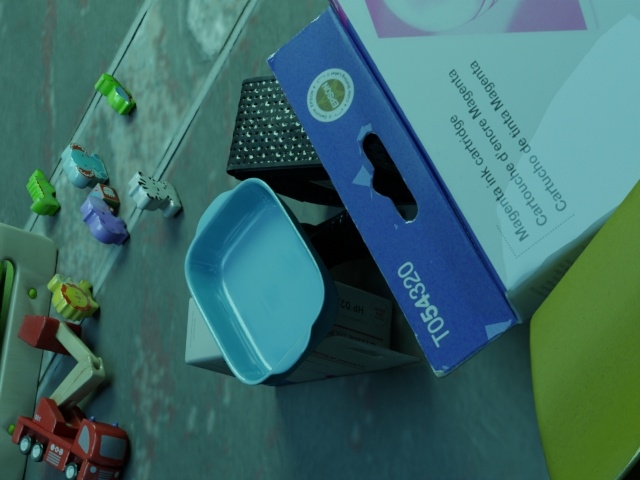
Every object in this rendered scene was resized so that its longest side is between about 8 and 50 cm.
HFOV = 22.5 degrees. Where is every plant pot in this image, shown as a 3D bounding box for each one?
[{"bbox_3d":[0.250,0.075,0.984,0.212,0.212,0.187,-55,32,18],"label":"plant pot"}]

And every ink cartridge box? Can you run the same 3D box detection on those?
[{"bbox_3d":[-0.014,0.074,1.328,0.181,0.104,0.061,-13,67,43],"label":"ink cartridge box"},{"bbox_3d":[0.128,-0.125,1.141,0.330,0.071,0.324,-38,59,17],"label":"ink cartridge box"}]

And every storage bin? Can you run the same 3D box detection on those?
[{"bbox_3d":[0.022,-0.083,1.331,0.180,0.122,0.084,-2,75,47],"label":"storage bin"}]

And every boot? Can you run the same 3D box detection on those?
[{"bbox_3d":[0.001,0.000,1.373,0.121,0.045,0.099,-28,12,-11],"label":"boot"}]

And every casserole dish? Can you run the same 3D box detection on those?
[{"bbox_3d":[-0.044,0.034,1.268,0.114,0.037,0.188,-50,45,19],"label":"casserole dish"}]

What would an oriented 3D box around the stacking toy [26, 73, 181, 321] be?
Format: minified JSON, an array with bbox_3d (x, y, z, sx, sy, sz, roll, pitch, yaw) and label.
[{"bbox_3d":[-0.237,-0.049,1.651,0.167,0.052,0.221,-48,46,24],"label":"stacking toy"}]

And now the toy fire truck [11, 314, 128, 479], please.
[{"bbox_3d":[-0.248,0.157,1.594,0.192,0.047,0.135,18,88,48],"label":"toy fire truck"}]

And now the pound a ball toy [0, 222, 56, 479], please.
[{"bbox_3d":[-0.412,0.146,1.708,0.208,0.136,0.319,-6,72,46],"label":"pound a ball toy"}]
